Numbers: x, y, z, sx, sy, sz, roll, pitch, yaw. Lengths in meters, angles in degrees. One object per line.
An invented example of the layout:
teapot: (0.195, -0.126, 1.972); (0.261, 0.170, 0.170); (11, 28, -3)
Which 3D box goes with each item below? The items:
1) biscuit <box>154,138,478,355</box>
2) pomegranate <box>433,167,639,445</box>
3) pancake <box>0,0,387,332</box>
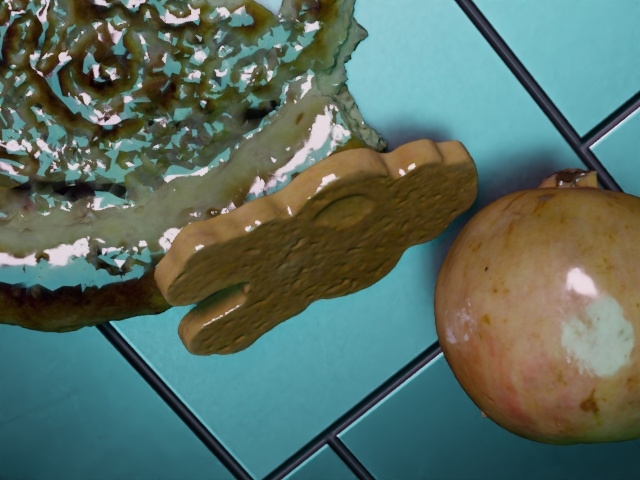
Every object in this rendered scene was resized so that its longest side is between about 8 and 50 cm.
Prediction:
biscuit: (0.000, -0.002, 0.913); (0.236, 0.144, 0.040); (-28, 61, -8)
pomegranate: (0.171, 0.048, 0.897); (0.191, 0.191, 0.191); (0, 104, -1)
pancake: (-0.166, -0.079, 0.915); (0.426, 0.067, 0.305); (12, 103, -4)
